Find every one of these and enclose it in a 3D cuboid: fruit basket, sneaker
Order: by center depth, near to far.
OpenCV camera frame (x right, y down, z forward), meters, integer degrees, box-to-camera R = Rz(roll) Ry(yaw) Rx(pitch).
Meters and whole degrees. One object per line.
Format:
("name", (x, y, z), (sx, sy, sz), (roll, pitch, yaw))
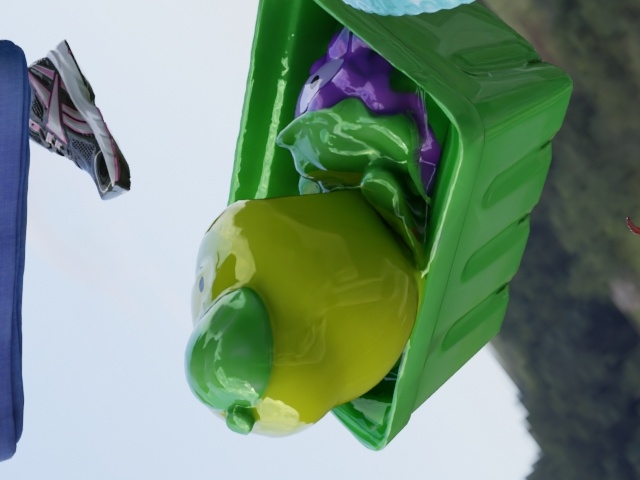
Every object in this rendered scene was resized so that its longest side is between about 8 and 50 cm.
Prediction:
("fruit basket", (0.000, 0.000, 1.525), (0.283, 0.392, 0.392), (45, -173, 32))
("sneaker", (-0.244, -0.105, 1.874), (0.178, 0.077, 0.072), (62, 179, 30))

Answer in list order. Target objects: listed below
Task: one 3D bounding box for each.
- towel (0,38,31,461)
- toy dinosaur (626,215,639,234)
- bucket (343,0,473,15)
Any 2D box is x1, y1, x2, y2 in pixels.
("towel", (-0.270, 0.039, 0.910), (0.040, 0.243, 0.336), (21, -155, 37))
("toy dinosaur", (0.336, -0.005, 1.751), (0.090, 0.082, 0.047), (30, -142, -52))
("bucket", (0.054, -0.268, 1.044), (0.183, 0.281, 0.281), (52, -170, -33))
